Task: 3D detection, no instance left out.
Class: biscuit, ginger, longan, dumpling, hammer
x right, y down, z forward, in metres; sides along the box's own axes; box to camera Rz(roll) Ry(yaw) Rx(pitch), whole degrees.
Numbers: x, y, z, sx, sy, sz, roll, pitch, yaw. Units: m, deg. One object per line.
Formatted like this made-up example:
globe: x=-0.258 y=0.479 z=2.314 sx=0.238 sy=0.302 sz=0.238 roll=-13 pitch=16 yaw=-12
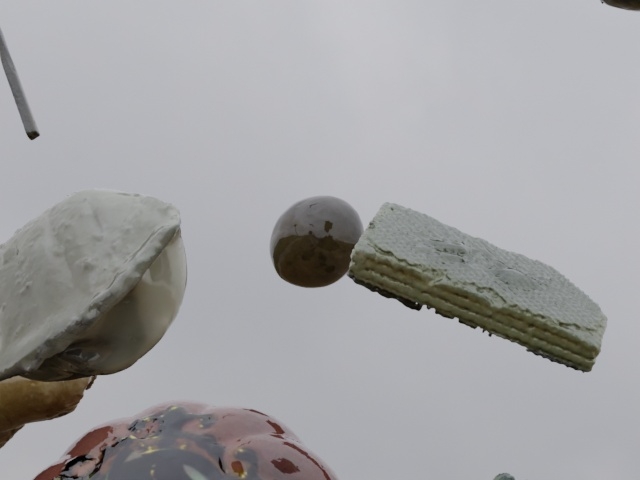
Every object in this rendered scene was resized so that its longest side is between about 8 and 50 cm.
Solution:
biscuit: x=0.157 y=0.041 z=1.755 sx=0.252 sy=0.052 sz=0.150 roll=23 pitch=22 yaw=7
ginger: x=-0.358 y=0.165 z=1.586 sx=0.333 sy=0.081 sz=0.148 roll=-15 pitch=-7 yaw=-11
longan: x=0.000 y=0.000 z=1.974 sx=0.106 sy=0.106 sz=0.119 roll=-4 pitch=9 yaw=31
dumpling: x=-0.157 y=0.041 z=1.158 sx=0.176 sy=0.150 sz=0.092 roll=0 pitch=-46 yaw=31
hammer: x=-0.308 y=-0.200 z=1.723 sx=0.029 sy=0.292 sz=0.058 roll=-30 pitch=-37 yaw=7

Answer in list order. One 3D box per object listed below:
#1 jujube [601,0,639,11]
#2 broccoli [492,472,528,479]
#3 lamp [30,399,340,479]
jujube: x=0.300 y=-0.357 z=1.527 sx=0.215 sy=0.246 sz=0.308 roll=1 pitch=-45 yaw=-7
broccoli: x=0.153 y=0.347 z=1.541 sx=0.245 sy=0.288 sz=0.248 roll=-26 pitch=0 yaw=-22
lamp: x=-0.115 y=0.281 z=1.525 sx=0.305 sy=0.305 sz=0.240 roll=2 pitch=-49 yaw=18
